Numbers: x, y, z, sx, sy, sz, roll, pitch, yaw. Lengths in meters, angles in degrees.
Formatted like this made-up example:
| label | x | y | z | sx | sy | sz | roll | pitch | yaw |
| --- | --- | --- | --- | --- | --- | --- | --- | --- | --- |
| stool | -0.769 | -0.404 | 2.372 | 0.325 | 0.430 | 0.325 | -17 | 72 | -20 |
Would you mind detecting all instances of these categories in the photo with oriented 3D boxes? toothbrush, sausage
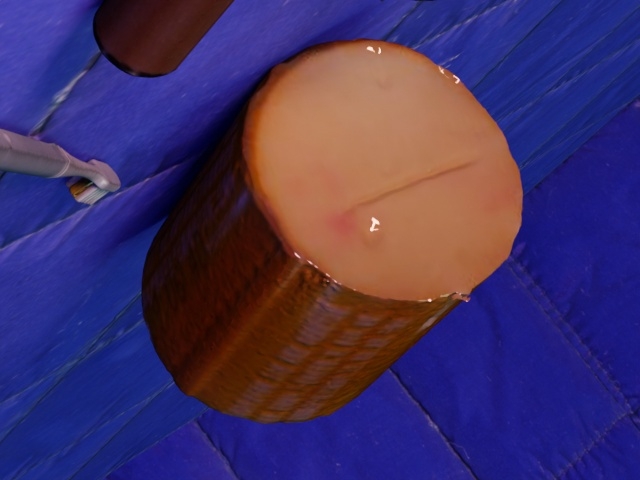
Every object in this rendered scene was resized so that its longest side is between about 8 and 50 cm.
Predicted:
| label | x | y | z | sx | sy | sz | roll | pitch | yaw |
| --- | --- | --- | --- | --- | --- | --- | --- | --- | --- |
| toothbrush | -0.175 | -0.048 | 1.146 | 0.030 | 0.025 | 0.342 | -36 | 174 | 4 |
| sausage | 0.000 | 0.000 | 1.509 | 0.233 | 0.233 | 0.287 | -33 | 172 | -33 |

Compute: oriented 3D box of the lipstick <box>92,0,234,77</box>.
| label | x | y | z | sx | sy | sz | roll | pitch | yaw |
| --- | --- | --- | --- | --- | --- | --- | --- | --- | --- |
| lipstick | -0.006 | -0.197 | 0.896 | 0.057 | 0.057 | 0.357 | -30 | 171 | -47 |
